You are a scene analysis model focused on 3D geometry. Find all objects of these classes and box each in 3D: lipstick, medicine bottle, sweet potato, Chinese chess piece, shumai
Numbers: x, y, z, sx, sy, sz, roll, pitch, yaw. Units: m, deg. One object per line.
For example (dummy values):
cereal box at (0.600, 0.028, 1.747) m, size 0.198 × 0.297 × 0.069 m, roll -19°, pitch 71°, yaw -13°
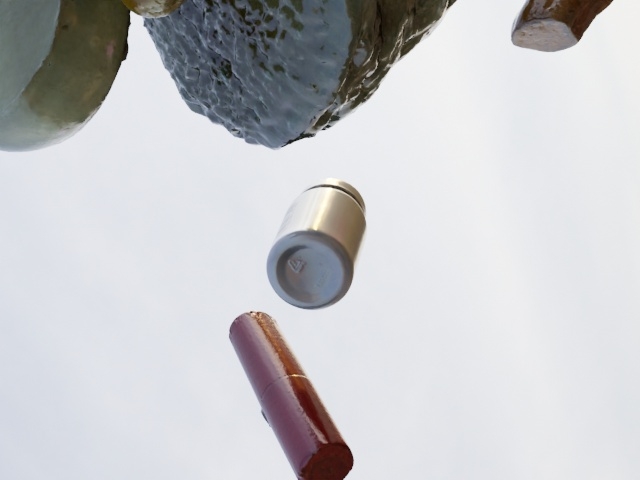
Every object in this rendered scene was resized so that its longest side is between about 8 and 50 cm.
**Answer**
lipstick at (-0.038, 0.181, 1.945) m, size 0.073 × 0.073 × 0.280 m, roll 65°, pitch 176°, yaw -36°
medicine bottle at (0.000, 0.000, 1.981) m, size 0.187 × 0.102 × 0.103 m, roll -71°, pitch -33°, yaw -65°
sweet potato at (0.326, -0.321, 2.044) m, size 0.252 × 0.097 × 0.097 m, roll -48°, pitch -44°, yaw -18°
Chinese chess piece at (-0.275, -0.195, 1.566) m, size 0.092 × 0.237 × 0.238 m, roll 16°, pitch -114°, yaw -46°
shumai at (0.006, -0.295, 1.748) m, size 0.323 × 0.397 × 0.324 m, roll -27°, pitch -105°, yaw -31°

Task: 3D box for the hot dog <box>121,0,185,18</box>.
hot dog at (-0.102, -0.298, 1.427) m, size 0.084 × 0.242 × 0.073 m, roll 43°, pitch -166°, yaw 9°
